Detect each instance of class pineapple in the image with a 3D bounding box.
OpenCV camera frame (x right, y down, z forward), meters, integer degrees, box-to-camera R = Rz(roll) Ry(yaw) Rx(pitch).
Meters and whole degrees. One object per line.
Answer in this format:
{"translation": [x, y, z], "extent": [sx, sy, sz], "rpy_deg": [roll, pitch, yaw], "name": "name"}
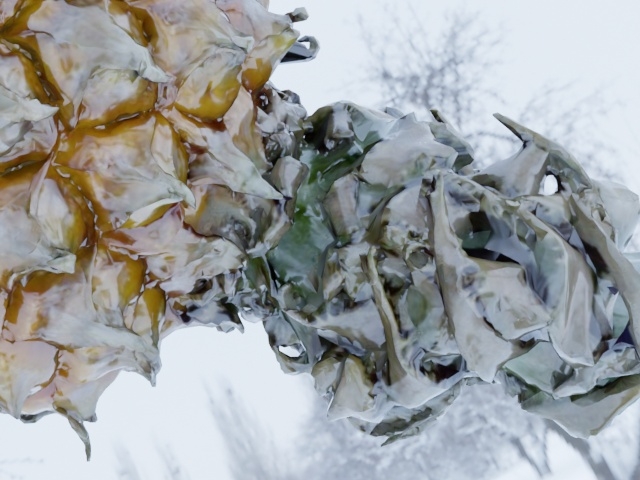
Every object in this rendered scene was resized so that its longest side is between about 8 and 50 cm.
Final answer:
{"translation": [0.000, 0.000, 0.420], "extent": [0.272, 0.262, 0.262], "rpy_deg": [21, -20, -3], "name": "pineapple"}
